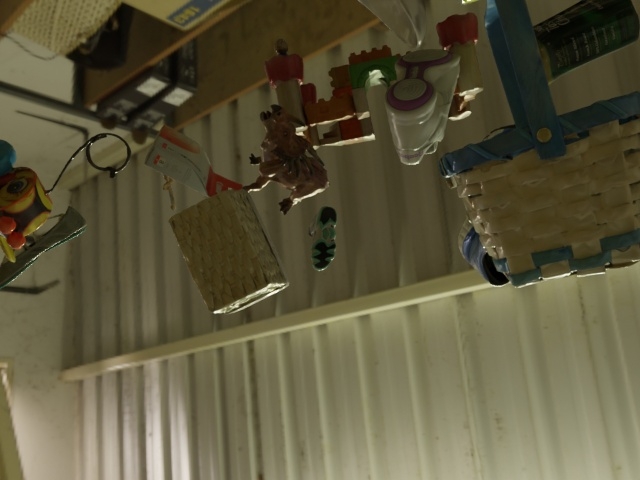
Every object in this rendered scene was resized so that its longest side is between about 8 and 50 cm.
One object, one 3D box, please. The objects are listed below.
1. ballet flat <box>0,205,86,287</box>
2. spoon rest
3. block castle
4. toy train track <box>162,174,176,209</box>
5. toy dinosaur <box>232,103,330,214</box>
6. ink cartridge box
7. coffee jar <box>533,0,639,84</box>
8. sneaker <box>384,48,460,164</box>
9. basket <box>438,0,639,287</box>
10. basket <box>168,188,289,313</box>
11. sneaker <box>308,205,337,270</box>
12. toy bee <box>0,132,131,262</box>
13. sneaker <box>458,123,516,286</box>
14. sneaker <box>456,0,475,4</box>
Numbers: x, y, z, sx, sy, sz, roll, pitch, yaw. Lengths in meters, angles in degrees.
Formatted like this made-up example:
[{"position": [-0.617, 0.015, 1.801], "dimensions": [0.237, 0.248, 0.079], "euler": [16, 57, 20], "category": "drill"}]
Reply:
[{"position": [-0.563, 0.008, 1.309], "dimensions": [0.213, 0.068, 0.072], "euler": [-38, -161, -15], "category": "ballet flat"}, {"position": [0.069, -0.393, 0.995], "dimensions": [0.084, 0.137, 0.276], "euler": [-33, -111, 4], "category": "spoon rest"}, {"position": [0.123, -0.364, 1.502], "dimensions": [0.453, 0.303, 0.213], "euler": [-11, -94, 6], "category": "block castle"}, {"position": [-0.319, -0.104, 1.401], "dimensions": [0.014, 0.048, 0.083], "euler": [1, -62, 17], "category": "toy train track"}, {"position": [-0.048, -0.147, 1.384], "dimensions": [0.200, 0.295, 0.127], "euler": [-17, -115, 33], "category": "toy dinosaur"}, {"position": [-0.209, -0.128, 1.163], "dimensions": [0.045, 0.179, 0.145], "euler": [-60, -164, 18], "category": "ink cartridge box"}, {"position": [0.352, -0.286, 0.964], "dimensions": [0.184, 0.079, 0.096], "euler": [-27, -147, 4], "category": "coffee jar"}, {"position": [0.185, -0.254, 1.234], "dimensions": [0.114, 0.305, 0.152], "euler": [6, -52, 23], "category": "sneaker"}, {"position": [0.220, -0.112, 0.684], "dimensions": [0.201, 0.255, 0.289], "euler": [-21, -87, 17], "category": "basket"}, {"position": [-0.134, 0.016, 0.983], "dimensions": [0.113, 0.103, 0.167], "euler": [-26, -94, 6], "category": "basket"}, {"position": [0.000, 0.000, 1.024], "dimensions": [0.069, 0.038, 0.098], "euler": [155, -52, -72], "category": "sneaker"}, {"position": [-0.418, -0.059, 0.854], "dimensions": [0.298, 0.195, 0.162], "euler": [-25, -140, 18], "category": "toy bee"}, {"position": [0.339, -0.055, 1.178], "dimensions": [0.147, 0.130, 0.330], "euler": [-109, -165, -49], "category": "sneaker"}, {"position": [0.409, -0.543, 1.186], "dimensions": [0.384, 0.145, 0.147], "euler": [-33, -113, 13], "category": "sneaker"}]
